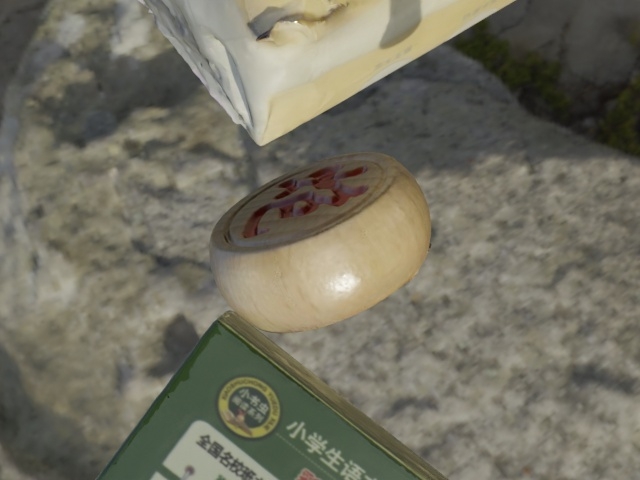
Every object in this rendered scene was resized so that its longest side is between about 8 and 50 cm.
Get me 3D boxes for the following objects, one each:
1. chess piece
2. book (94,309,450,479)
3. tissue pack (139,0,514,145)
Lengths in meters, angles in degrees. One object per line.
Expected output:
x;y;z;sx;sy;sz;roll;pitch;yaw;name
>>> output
0.000;0.000;0.477;0.083;0.083;0.038;-2;118;42;chess piece
-0.043;0.195;0.597;0.202;0.027;0.264;38;100;4;book
0.017;-0.162;0.460;0.186;0.222;0.090;52;165;17;tissue pack
